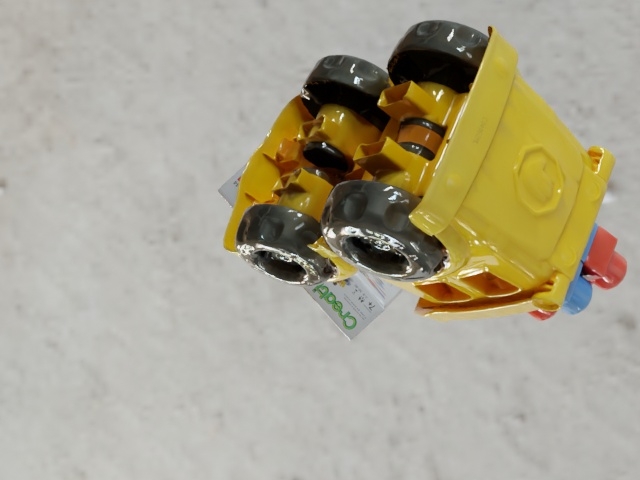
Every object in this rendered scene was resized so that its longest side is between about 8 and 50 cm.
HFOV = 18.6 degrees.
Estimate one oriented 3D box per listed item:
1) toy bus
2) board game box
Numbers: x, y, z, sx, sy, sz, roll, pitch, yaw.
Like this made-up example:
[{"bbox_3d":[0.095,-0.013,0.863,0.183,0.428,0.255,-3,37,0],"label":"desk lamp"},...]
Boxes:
[{"bbox_3d":[0.080,-0.015,1.226,0.220,0.211,0.149,-11,50,52],"label":"toy bus"},{"bbox_3d":[0.000,0.000,1.991,0.053,0.305,0.193,-42,87,7],"label":"board game box"}]
